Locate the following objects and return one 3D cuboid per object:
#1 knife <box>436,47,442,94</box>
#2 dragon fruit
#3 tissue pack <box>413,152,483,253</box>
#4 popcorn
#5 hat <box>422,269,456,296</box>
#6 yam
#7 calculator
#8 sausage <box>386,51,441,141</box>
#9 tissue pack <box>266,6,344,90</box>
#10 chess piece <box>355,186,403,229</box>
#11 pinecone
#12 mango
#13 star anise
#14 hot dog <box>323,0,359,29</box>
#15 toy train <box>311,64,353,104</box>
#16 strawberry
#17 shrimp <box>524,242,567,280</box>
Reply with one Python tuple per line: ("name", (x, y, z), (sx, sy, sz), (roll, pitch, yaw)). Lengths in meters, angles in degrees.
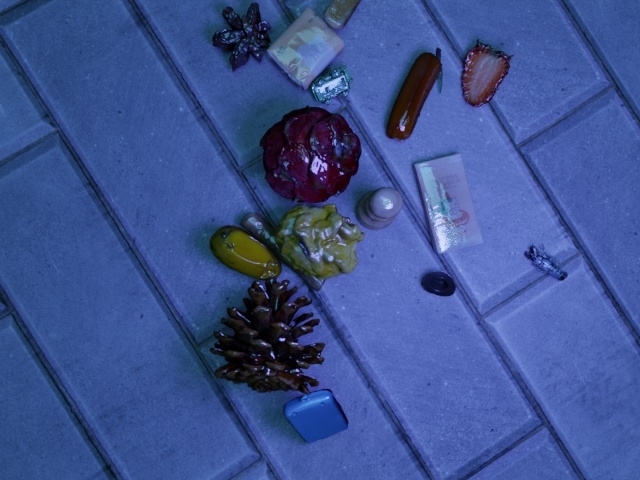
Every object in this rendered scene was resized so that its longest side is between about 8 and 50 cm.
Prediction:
("knife", (0.427, -0.607, 1.665), (0.023, 0.010, 0.170), (-1, 90, 3))
("dragon fruit", (-0.029, -0.269, 1.479), (0.330, 0.329, 0.328), (0, 88, -3))
("tissue pack", (0.444, -0.129, 1.617), (0.170, 0.071, 0.324), (-13, 89, -2))
("popcorn", (0.000, 0.000, 1.481), (0.286, 0.215, 0.252), (37, 72, -6))
("hat", (0.415, 0.145, 1.611), (0.121, 0.050, 0.121), (10, 129, 12))
("yam", (-0.120, 0.032, 1.577), (0.357, 0.081, 0.081), (41, 86, -3))
("calculator", (-0.012, 0.568, 1.492), (0.173, 0.051, 0.292), (-20, 133, 2))
("sausage", (0.318, -0.503, 1.611), (0.102, 0.102, 0.329), (24, 87, -2))
("tissue pack", (-0.051, -0.653, 1.593), (0.186, 0.090, 0.222), (44, 85, -8))
("chess piece", (0.200, -0.114, 1.510), (0.143, 0.261, 0.142), (0, 85, -3))
("pinecone", (-0.149, 0.295, 1.460), (0.385, 0.384, 0.383), (0, 88, -3))
("mango", (-0.242, 0.050, 1.529), (0.262, 0.167, 0.129), (32, 73, -12))
("star anise", (-0.268, -0.712, 1.588), (0.215, 0.099, 0.219), (-23, 89, -13))
("hot dog", (0.088, -0.825, 1.615), (0.084, 0.073, 0.242), (30, 75, -3))
("toy train", (0.043, -0.542, 1.609), (0.149, 0.081, 0.099), (-26, 122, 7))
("strawberry", (0.571, -0.585, 1.646), (0.167, 0.087, 0.208), (36, 113, 18))
("shrimp", (0.801, 0.079, 1.625), (0.174, 0.076, 0.082), (37, 104, 0))
